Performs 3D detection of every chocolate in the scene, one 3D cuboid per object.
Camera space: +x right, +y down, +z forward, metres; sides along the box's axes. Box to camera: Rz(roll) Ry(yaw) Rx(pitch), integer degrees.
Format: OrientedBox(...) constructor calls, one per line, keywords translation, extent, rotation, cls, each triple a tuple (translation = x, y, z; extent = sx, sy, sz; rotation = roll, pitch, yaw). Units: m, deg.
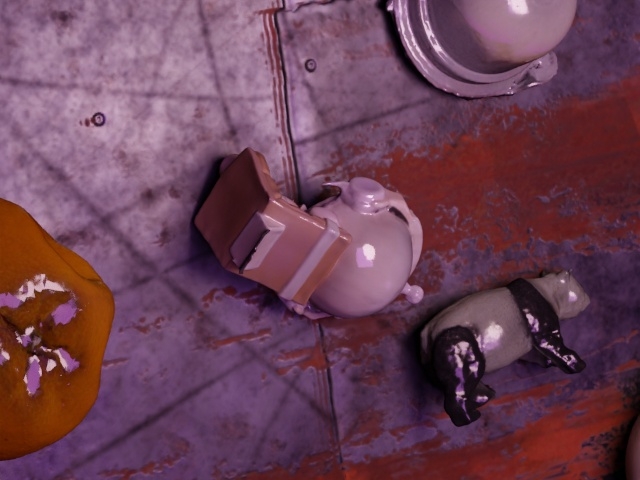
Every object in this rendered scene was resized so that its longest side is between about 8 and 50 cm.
OrientedBox(translation=(0.190, -0.240, 1.955), extent=(0.221, 0.147, 0.221), rotation=(-5, 100, -29), cls="chocolate")

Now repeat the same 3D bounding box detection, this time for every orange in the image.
OrientedBox(translation=(-0.302, 0.087, 1.735), extent=(0.249, 0.183, 0.249), rotation=(-3, 96, -27), cls="orange")

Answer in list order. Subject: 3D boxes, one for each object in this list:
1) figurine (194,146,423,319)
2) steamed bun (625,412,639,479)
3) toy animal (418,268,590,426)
OrientedBox(translation=(0.002, 0.002, 1.912), extent=(0.236, 0.141, 0.162), rotation=(18, 116, -29), cls="figurine")
OrientedBox(translation=(0.443, 0.236, 2.132), extent=(0.231, 0.145, 0.232), rotation=(-6, 110, -17), cls="steamed bun")
OrientedBox(translation=(0.202, 0.103, 2.036), extent=(0.225, 0.094, 0.121), rotation=(-23, 96, -20), cls="toy animal")
